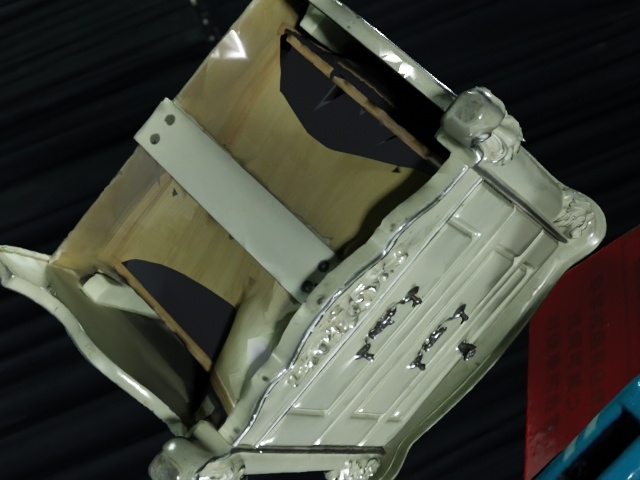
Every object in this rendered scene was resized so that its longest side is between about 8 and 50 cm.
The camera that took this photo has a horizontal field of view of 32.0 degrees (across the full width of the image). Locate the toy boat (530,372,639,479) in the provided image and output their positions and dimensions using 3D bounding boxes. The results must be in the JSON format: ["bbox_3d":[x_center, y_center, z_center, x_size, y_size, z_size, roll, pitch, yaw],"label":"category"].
[{"bbox_3d":[0.195,0.162,0.622,0.134,0.299,0.092,43,7,2],"label":"toy boat"}]

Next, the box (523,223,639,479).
[{"bbox_3d":[0.286,0.066,0.823,0.313,0.089,0.197,-42,-153,45],"label":"box"}]

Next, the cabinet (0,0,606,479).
[{"bbox_3d":[0.000,0.000,0.769,0.227,0.290,0.318,43,8,24],"label":"cabinet"}]
